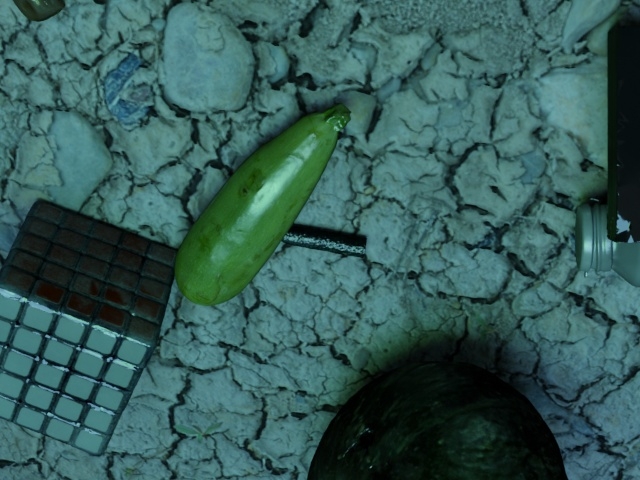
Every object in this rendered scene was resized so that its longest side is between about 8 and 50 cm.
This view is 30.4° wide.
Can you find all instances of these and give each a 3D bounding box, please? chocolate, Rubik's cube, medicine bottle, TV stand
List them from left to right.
[{"bbox_3d":[-0.385,-0.328,1.539,0.064,0.031,0.101,-17,120,20],"label":"chocolate"},{"bbox_3d":[-0.359,0.125,1.698,0.238,0.237,0.237,22,120,-7],"label":"Rubik's cube"},{"bbox_3d":[0.410,-0.132,1.485,0.088,0.083,0.269,-1,95,5],"label":"TV stand"},{"bbox_3d":[0.458,-0.003,1.597,0.215,0.135,0.135,0,122,6],"label":"medicine bottle"}]

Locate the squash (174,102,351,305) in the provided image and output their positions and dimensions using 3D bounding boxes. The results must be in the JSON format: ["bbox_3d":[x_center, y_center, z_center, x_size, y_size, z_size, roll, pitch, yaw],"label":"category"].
[{"bbox_3d":[-0.087,-0.049,1.634,0.118,0.118,0.370,32,119,-14],"label":"squash"}]

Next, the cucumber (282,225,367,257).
[{"bbox_3d":[0.000,0.000,1.705,0.133,0.032,0.032,9,122,-1],"label":"cucumber"}]

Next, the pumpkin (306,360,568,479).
[{"bbox_3d":[0.161,0.398,1.706,0.344,0.454,0.454,3,125,-22],"label":"pumpkin"}]
